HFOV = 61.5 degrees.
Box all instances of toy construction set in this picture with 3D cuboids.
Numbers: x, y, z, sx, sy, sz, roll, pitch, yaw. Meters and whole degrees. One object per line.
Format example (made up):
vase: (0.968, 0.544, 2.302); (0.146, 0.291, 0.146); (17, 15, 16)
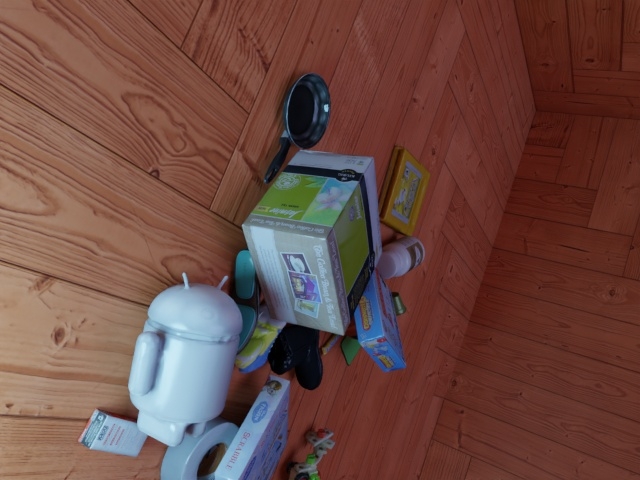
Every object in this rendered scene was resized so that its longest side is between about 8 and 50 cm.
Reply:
toy construction set: (-0.023, 0.819, 1.844); (0.215, 0.151, 0.328); (-2, 97, -33)

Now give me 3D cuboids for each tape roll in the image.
tape roll: (-0.298, 0.556, 1.372); (0.219, 0.072, 0.219); (-29, 126, -49)

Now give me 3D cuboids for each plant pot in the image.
plant pot: (0.306, 0.256, 2.213); (0.083, 0.083, 0.079); (-37, 119, -45)

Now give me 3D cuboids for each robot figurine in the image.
robot figurine: (-0.282, 0.242, 1.142); (0.300, 0.199, 0.353); (10, 95, -67)

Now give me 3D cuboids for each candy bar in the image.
candy bar: (0.049, 0.343, 1.887); (0.161, 0.018, 0.040); (-43, 136, -40)

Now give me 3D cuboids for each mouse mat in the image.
mouse mat: (0.136, 0.367, 2.047); (0.190, 0.007, 0.152); (-52, 142, -31)

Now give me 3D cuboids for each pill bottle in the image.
pill bottle: (0.296, 0.067, 2.055); (0.229, 0.131, 0.131); (-21, 120, -53)

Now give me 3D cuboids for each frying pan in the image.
frying pan: (-0.058, -0.282, 1.425); (0.197, 0.053, 0.326); (23, 85, -58)

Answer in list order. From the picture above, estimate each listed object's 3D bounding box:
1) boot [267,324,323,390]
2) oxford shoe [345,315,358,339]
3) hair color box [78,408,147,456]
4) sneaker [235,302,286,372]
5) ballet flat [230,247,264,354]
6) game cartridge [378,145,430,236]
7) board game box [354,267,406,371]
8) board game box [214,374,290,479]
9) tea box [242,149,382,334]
boot: (-0.081, 0.361, 1.611); (0.207, 0.094, 0.246); (-17, 110, -58)
oxford shoe: (0.084, 0.241, 1.854); (0.271, 0.097, 0.098); (55, 27, -44)
hair color box: (-0.427, 0.405, 1.129); (0.072, 0.043, 0.141); (-65, 148, -17)
sneaker: (-0.162, 0.264, 1.475); (0.240, 0.091, 0.126); (-46, 156, -40)
ballet flat: (-0.184, 0.157, 1.372); (0.096, 0.095, 0.280); (11, 94, -71)
game cartridge: (0.327, -0.178, 2.080); (0.323, 0.052, 0.285); (22, 84, -58)
board game box: (0.196, 0.261, 1.876); (0.302, 0.086, 0.308); (54, 23, -51)
board game box: (-0.177, 0.589, 1.466); (0.319, 0.066, 0.318); (-58, 159, -50)
tea box: (0.000, 0.000, 1.365); (0.323, 0.220, 0.329); (-60, 150, -42)
